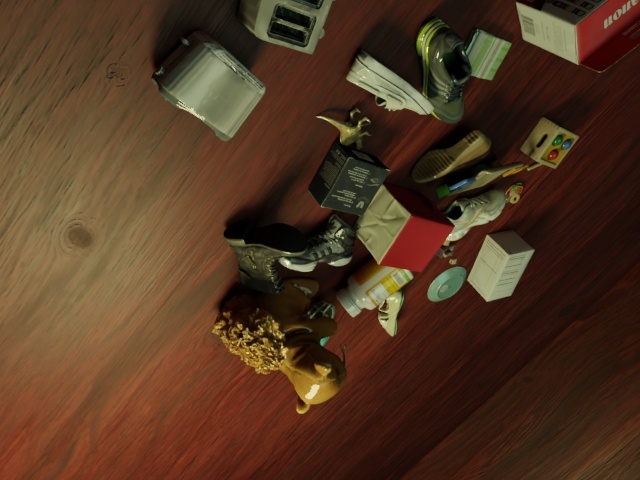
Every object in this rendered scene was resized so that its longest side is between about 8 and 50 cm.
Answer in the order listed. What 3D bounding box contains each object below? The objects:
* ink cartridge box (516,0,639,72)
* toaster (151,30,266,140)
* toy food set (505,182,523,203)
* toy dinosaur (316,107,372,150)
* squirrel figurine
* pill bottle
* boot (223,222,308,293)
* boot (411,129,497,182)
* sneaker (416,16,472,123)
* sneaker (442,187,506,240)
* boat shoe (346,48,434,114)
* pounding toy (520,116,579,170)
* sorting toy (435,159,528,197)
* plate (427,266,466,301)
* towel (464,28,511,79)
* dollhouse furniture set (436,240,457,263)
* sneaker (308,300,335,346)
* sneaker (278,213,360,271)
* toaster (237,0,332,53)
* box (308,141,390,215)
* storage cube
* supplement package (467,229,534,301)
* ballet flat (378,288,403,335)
[{"bbox_3d":[0.712,-0.604,1.238,0.309,0.272,0.130,-39,138,3],"label":"ink cartridge box"},{"bbox_3d":[-0.215,-0.311,1.015,0.146,0.129,0.227,-47,135,10],"label":"toaster"},{"bbox_3d":[0.704,-0.172,1.807,0.082,0.020,0.083,1,127,-33],"label":"toy food set"},{"bbox_3d":[0.079,-0.289,1.278,0.093,0.053,0.183,-47,137,14],"label":"toy dinosaur"},{"bbox_3d":[-0.113,0.318,1.463,0.396,0.370,0.281,14,119,-40],"label":"squirrel figurine"},{"bbox_3d":[0.177,0.144,1.667,0.245,0.136,0.136,-38,138,3],"label":"pill bottle"},{"bbox_3d":[-0.134,0.061,1.359,0.091,0.262,0.229,-59,148,-39],"label":"boot"},{"bbox_3d":[0.418,-0.227,1.529,0.248,0.090,0.206,-32,153,19],"label":"boot"},{"bbox_3d":[0.328,-0.411,1.276,0.111,0.121,0.300,-34,138,-1],"label":"sneaker"},{"bbox_3d":[0.516,-0.108,1.693,0.262,0.099,0.121,-35,133,-2],"label":"sneaker"},{"bbox_3d":[0.176,-0.369,1.239,0.267,0.096,0.088,19,120,-41],"label":"boat shoe"},{"bbox_3d":[0.788,-0.297,1.694,0.206,0.094,0.181,8,122,-37],"label":"pounding toy"},{"bbox_3d":[0.508,-0.206,1.567,0.347,0.047,0.196,-16,172,-33],"label":"sorting toy"},{"bbox_3d":[0.517,0.183,2.005,0.188,0.024,0.188,-18,136,-19],"label":"plate"},{"bbox_3d":[0.440,-0.501,1.346,0.151,0.023,0.113,0,129,-36],"label":"towel"},{"bbox_3d":[0.481,0.010,1.794,0.081,0.091,0.114,-23,135,-36],"label":"dollhouse furniture set"},{"bbox_3d":[-0.010,0.309,1.747,0.110,0.107,0.275,-21,145,-43],"label":"sneaker"},{"bbox_3d":[0.000,0.000,1.457,0.268,0.101,0.153,-4,129,-38],"label":"sneaker"},{"bbox_3d":[-0.065,-0.478,0.973,0.185,0.110,0.168,4,124,-35],"label":"toaster"},{"bbox_3d":[0.077,-0.165,1.358,0.155,0.093,0.158,11,120,-39],"label":"box"},{"bbox_3d":[0.248,-0.041,1.513,0.193,0.184,0.215,10,122,-37],"label":"storage cube"},{"bbox_3d":[0.710,0.100,1.967,0.133,0.139,0.244,-10,132,-24],"label":"supplement package"},{"bbox_3d":[0.258,0.272,1.890,0.086,0.086,0.249,-15,132,-21],"label":"ballet flat"}]
